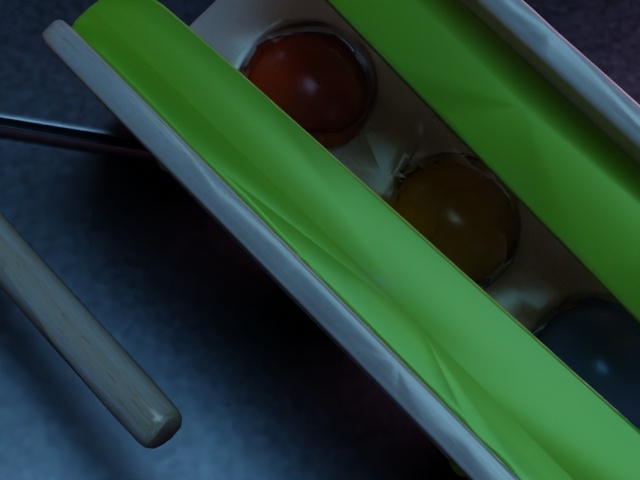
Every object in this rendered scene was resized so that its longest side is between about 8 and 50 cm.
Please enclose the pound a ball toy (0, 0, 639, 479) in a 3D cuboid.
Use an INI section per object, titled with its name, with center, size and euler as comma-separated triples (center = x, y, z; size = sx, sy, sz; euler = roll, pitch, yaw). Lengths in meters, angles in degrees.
[pound a ball toy]
center = 0.000, 0.000, 0.523
size = 0.208, 0.136, 0.319
euler = -45, 75, -1
